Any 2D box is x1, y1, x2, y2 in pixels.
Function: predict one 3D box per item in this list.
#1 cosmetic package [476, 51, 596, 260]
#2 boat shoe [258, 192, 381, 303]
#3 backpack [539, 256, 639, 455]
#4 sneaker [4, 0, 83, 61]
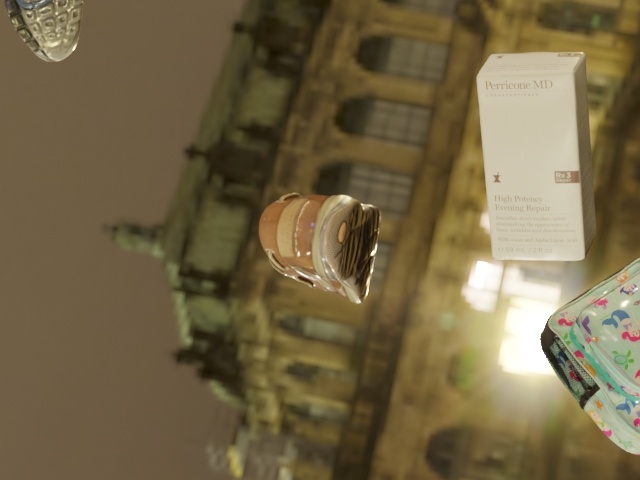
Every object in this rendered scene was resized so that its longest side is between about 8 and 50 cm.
[{"bbox_3d":[0.252,-0.097,2.066,0.085,0.117,0.231,-53,-42,-60],"label":"cosmetic package"},{"bbox_3d":[0.000,0.000,2.134,0.324,0.116,0.123,53,-132,-75],"label":"boat shoe"},{"bbox_3d":[0.461,0.165,2.491,0.225,0.253,0.191,-30,-11,-16],"label":"backpack"},{"bbox_3d":[-0.370,-0.372,2.382,0.129,0.111,0.297,76,-178,-73],"label":"sneaker"}]
